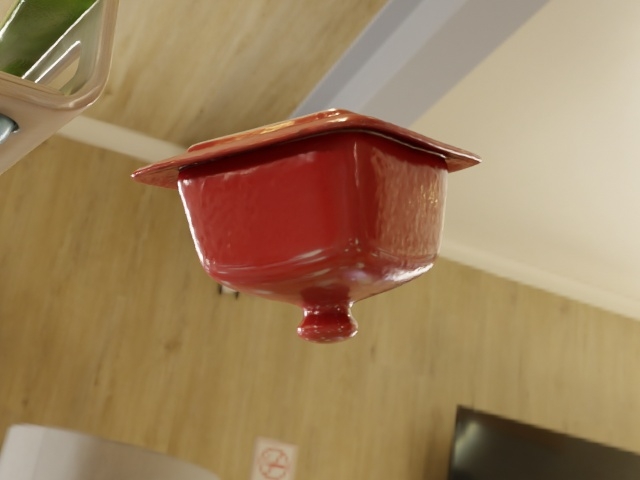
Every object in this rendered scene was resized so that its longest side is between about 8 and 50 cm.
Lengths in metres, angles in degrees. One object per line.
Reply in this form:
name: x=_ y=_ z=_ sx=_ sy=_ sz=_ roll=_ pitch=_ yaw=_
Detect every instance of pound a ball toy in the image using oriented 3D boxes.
pound a ball toy: x=-0.292 y=-0.111 z=0.659 sx=0.208 sy=0.135 sz=0.319 roll=15 pitch=-15 yaw=-30

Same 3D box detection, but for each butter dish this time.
butter dish: x=0.000 y=0.000 z=0.554 sx=0.160 sy=0.118 sz=0.160 roll=-11 pitch=-10 yaw=31
